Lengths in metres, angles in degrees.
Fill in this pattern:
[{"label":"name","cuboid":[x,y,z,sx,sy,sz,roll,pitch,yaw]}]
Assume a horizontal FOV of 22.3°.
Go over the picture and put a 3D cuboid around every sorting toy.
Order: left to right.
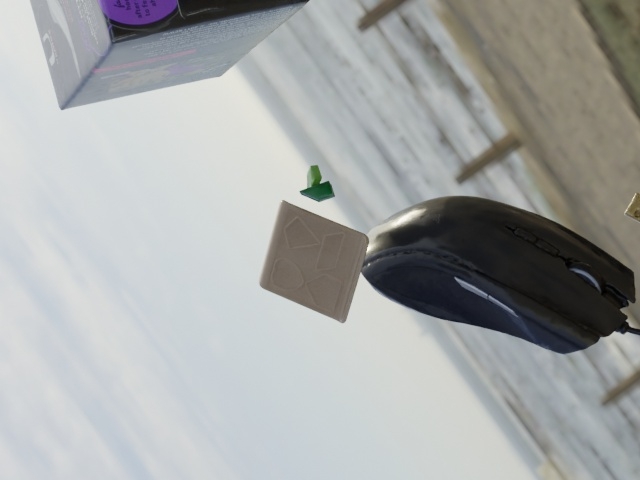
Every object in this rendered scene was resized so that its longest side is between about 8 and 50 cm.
[{"label":"sorting toy","cuboid":[0.000,0.000,0.941,0.062,0.083,0.012,25,-156,20]}]

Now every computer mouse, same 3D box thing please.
[{"label":"computer mouse","cuboid":[0.168,0.003,1.089,0.262,0.184,0.060,22,134,21]}]

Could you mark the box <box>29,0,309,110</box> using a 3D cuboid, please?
[{"label":"box","cuboid":[-0.125,-0.205,1.173,0.270,0.143,0.165,164,91,-72]}]
